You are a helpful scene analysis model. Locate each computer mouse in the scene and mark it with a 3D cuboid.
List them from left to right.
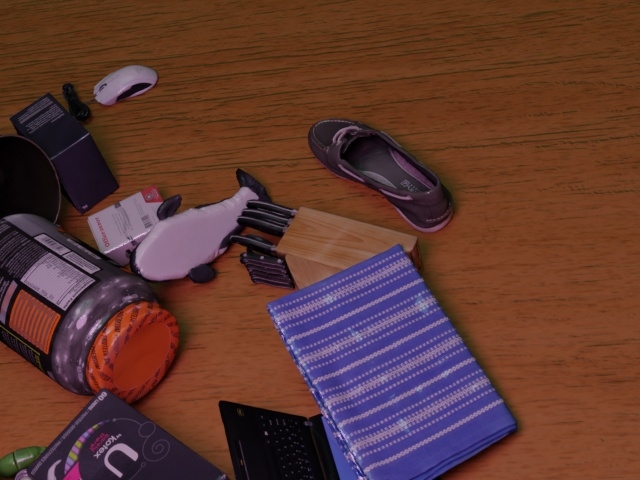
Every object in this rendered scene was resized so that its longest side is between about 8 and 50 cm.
[{"bbox_3d":[-0.424,-0.310,1.941,0.192,0.042,0.106,-24,52,-4],"label":"computer mouse"}]

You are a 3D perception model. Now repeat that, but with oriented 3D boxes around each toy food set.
[{"bbox_3d":[-0.470,0.373,1.441,0.217,0.071,0.128,-23,53,-3],"label":"toy food set"}]

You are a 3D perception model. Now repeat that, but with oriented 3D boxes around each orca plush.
[{"bbox_3d":[-0.224,-0.021,1.649,0.102,0.151,0.287,-10,37,53],"label":"orca plush"}]

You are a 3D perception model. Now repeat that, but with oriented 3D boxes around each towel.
[{"bbox_3d":[0.099,0.179,1.375,0.243,0.040,0.336,-24,66,-19],"label":"towel"}]

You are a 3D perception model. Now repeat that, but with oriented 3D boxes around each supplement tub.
[{"bbox_3d":[-0.398,0.109,1.529,0.338,0.207,0.207,28,66,29],"label":"supplement tub"}]

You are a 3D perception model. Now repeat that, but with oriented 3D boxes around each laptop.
[{"bbox_3d":[0.021,0.308,1.325,0.136,0.264,0.234,-44,46,28],"label":"laptop"}]

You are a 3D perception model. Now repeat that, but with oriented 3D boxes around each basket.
[{"bbox_3d":[-0.589,-0.108,1.680,0.226,0.204,0.154,17,48,37],"label":"basket"}]

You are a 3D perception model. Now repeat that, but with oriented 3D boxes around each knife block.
[{"bbox_3d":[0.000,0.000,1.582,0.275,0.088,0.242,-23,53,-3],"label":"knife block"}]

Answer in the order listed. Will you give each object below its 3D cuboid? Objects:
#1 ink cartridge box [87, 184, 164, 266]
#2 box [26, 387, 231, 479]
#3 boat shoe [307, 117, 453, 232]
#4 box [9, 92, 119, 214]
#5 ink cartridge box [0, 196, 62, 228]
[{"bbox_3d":[-0.329,-0.023,1.701,0.135,0.056,0.099,-27,53,-6],"label":"ink cartridge box"},{"bbox_3d":[-0.246,0.353,1.336,0.270,0.143,0.165,24,64,36],"label":"box"},{"bbox_3d":[0.098,-0.140,1.654,0.112,0.096,0.335,-41,56,-16],"label":"boat shoe"},{"bbox_3d":[-0.470,-0.159,1.773,0.093,0.156,0.158,-38,55,-15],"label":"box"},{"bbox_3d":[-0.539,0.001,1.731,0.150,0.063,0.109,26,64,29],"label":"ink cartridge box"}]
